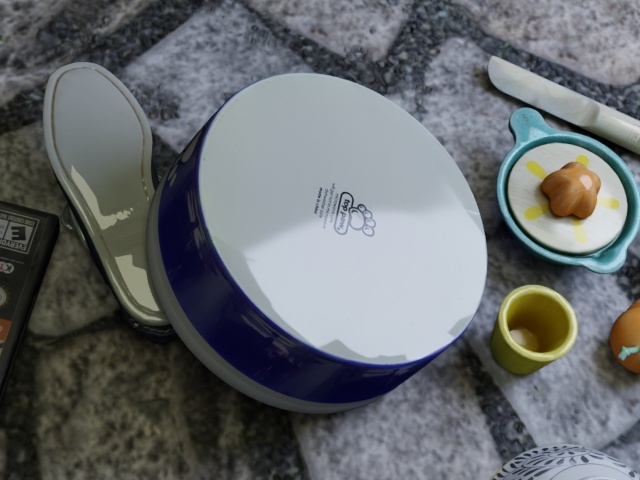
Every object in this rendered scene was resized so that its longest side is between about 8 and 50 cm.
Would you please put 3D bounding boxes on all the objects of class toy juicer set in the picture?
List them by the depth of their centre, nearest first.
[{"bbox_3d":[0.257,-0.032,1.101,0.209,0.089,0.329,7,63,-6],"label":"toy juicer set"}]

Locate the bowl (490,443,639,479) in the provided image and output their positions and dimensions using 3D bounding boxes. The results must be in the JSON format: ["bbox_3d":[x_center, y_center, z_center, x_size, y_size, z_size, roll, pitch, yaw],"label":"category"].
[{"bbox_3d":[0.214,0.232,0.971,0.170,0.080,0.170,4,63,-8],"label":"bowl"}]

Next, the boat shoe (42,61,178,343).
[{"bbox_3d":[-0.170,-0.033,1.039,0.095,0.079,0.254,-22,72,-20],"label":"boat shoe"}]

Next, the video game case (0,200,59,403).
[{"bbox_3d":[-0.380,0.058,0.986,0.275,0.035,0.248,14,63,-3],"label":"video game case"}]

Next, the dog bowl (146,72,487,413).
[{"bbox_3d":[0.000,0.000,0.991,0.265,0.104,0.264,14,58,-24],"label":"dog bowl"}]
